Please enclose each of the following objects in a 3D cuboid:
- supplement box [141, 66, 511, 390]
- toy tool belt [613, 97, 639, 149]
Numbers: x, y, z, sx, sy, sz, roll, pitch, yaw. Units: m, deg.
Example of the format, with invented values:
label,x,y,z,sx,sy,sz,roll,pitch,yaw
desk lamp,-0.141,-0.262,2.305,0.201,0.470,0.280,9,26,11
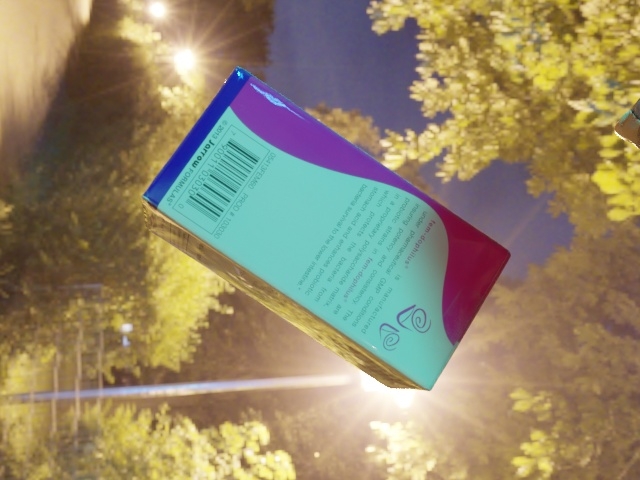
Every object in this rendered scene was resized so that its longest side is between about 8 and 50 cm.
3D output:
label,x,y,z,sx,sy,sz,roll,pitch,yaw
supplement box,0.000,0.000,0.618,0.111,0.220,0.114,-56,-178,-13
toy tool belt,0.309,-0.111,0.803,0.051,0.052,0.083,48,-42,17
